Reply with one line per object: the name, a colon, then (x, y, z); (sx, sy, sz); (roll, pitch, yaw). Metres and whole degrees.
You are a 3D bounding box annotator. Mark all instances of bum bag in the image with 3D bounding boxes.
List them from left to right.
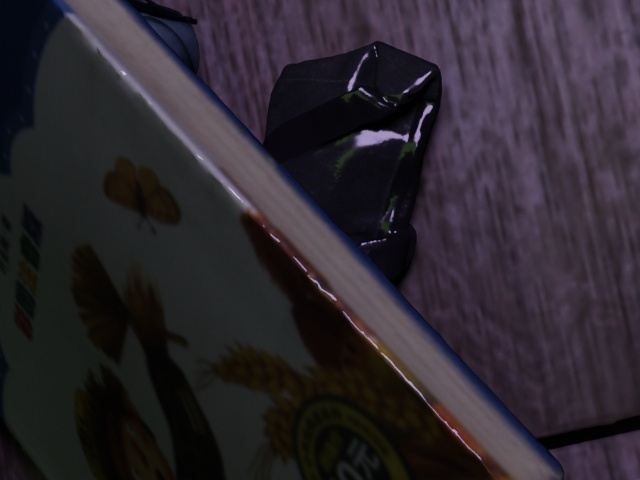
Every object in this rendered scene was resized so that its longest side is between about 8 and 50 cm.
bum bag: (0.000, 0.000, 0.694); (0.087, 0.049, 0.198); (12, 90, 22)

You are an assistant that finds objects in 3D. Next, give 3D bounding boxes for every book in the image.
book: (-0.095, 0.027, 0.652); (0.428, 0.039, 0.300); (47, 144, 23)

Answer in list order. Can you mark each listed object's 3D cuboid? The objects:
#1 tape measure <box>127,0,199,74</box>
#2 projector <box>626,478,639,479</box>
tape measure: (-0.151, -0.108, 0.749); (0.180, 0.104, 0.107); (34, 106, 20)
projector: (0.165, 0.248, 0.524); (0.259, 0.079, 0.257); (24, 64, 26)
